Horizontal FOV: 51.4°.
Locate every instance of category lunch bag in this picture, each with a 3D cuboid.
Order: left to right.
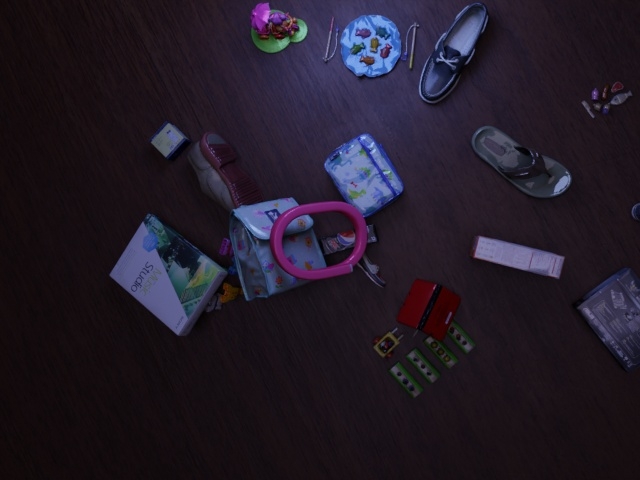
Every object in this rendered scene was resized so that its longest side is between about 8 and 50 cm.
[{"bbox_3d":[-0.128,0.014,1.882,0.160,0.223,0.262,-15,91,53],"label":"lunch bag"},{"bbox_3d":[0.129,-0.187,1.920,0.176,0.090,0.219,-31,87,5],"label":"lunch bag"}]

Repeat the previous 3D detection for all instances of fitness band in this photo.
[{"bbox_3d":[0.000,0.000,1.822,0.291,0.054,0.209,-9,96,-26],"label":"fitness band"}]

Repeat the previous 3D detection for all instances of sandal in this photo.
[{"bbox_3d":[0.556,-0.214,1.854,0.303,0.086,0.120,31,95,7],"label":"sandal"}]

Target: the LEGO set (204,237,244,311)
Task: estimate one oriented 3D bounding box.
[{"bbox_3d":[-0.260,0.118,1.990,0.087,0.093,0.227,24,100,39],"label":"LEGO set"}]

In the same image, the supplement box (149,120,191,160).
[{"bbox_3d":[-0.457,-0.302,2.021,0.083,0.056,0.083,45,96,6],"label":"supplement box"}]

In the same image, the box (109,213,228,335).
[{"bbox_3d":[-0.458,0.100,1.986,0.322,0.058,0.232,35,95,21],"label":"box"}]

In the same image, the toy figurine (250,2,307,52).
[{"bbox_3d":[-0.134,-0.626,1.918,0.173,0.159,0.130,3,91,8],"label":"toy figurine"}]

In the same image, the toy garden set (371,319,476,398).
[{"bbox_3d":[0.289,0.307,1.918,0.244,0.049,0.204,-43,85,7],"label":"toy garden set"}]

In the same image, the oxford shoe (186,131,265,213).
[{"bbox_3d":[-0.274,-0.147,1.985,0.130,0.123,0.348,-31,87,34],"label":"oxford shoe"}]

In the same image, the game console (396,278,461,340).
[{"bbox_3d":[0.312,0.199,1.907,0.124,0.085,0.144,31,77,-17],"label":"game console"}]

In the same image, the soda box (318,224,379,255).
[{"bbox_3d":[0.082,-0.001,1.941,0.169,0.060,0.053,-15,88,8],"label":"soda box"}]

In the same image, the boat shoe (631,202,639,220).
[{"bbox_3d":[0.963,-0.075,1.805,0.206,0.065,0.075,1,90,8],"label":"boat shoe"}]

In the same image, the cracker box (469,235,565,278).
[{"bbox_3d":[0.534,0.043,1.826,0.232,0.156,0.067,15,92,8],"label":"cracker box"}]

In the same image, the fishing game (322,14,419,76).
[{"bbox_3d":[0.144,-0.570,1.938,0.264,0.041,0.189,11,90,9],"label":"fishing game"}]

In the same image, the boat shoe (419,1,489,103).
[{"bbox_3d":[0.372,-0.533,1.876,0.114,0.091,0.302,27,94,8],"label":"boat shoe"}]

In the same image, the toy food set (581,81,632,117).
[{"bbox_3d":[0.797,-0.399,1.850,0.122,0.019,0.078,-35,86,7],"label":"toy food set"}]

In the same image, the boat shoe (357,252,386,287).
[{"bbox_3d":[0.147,0.081,1.941,0.043,0.049,0.137,-44,80,4],"label":"boat shoe"}]

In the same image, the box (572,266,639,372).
[{"bbox_3d":[0.844,0.218,1.831,0.183,0.056,0.231,-39,85,6],"label":"box"}]
